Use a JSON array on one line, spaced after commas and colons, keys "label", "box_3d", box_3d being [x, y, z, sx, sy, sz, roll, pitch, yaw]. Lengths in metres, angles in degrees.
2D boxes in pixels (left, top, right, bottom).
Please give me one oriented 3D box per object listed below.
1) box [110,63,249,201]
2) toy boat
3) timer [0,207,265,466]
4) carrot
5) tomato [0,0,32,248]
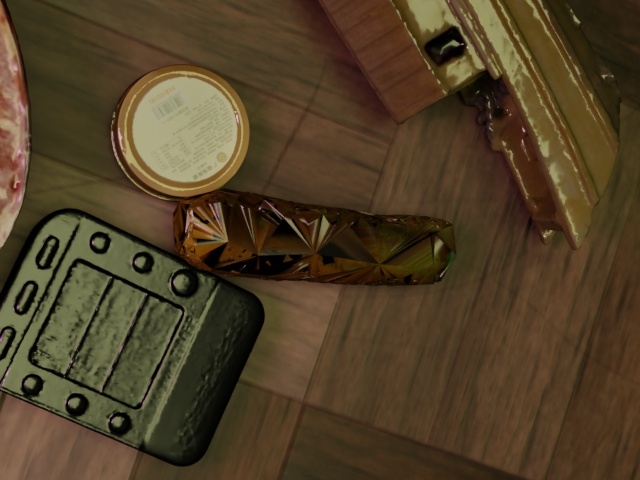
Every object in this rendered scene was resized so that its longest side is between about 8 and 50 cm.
[{"label": "box", "box_3d": [-0.107, -0.082, 0.983, 0.106, 0.037, 0.105, 1, 88, -16]}, {"label": "toy boat", "box_3d": [0.090, -0.190, 0.998, 0.162, 0.136, 0.445, -36, 99, -10]}, {"label": "timer", "box_3d": [-0.149, 0.071, 0.959, 0.187, 0.055, 0.144, 27, 81, -18]}, {"label": "carrot", "box_3d": [0.000, 0.001, 0.990, 0.229, 0.069, 0.069, 6, 86, -23]}, {"label": "tomato", "box_3d": [-0.356, -0.082, 0.856, 0.338, 0.144, 0.338, 2, 86, -20]}]
